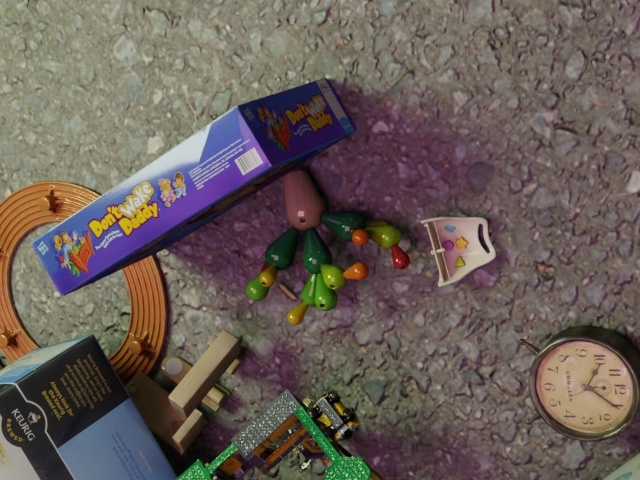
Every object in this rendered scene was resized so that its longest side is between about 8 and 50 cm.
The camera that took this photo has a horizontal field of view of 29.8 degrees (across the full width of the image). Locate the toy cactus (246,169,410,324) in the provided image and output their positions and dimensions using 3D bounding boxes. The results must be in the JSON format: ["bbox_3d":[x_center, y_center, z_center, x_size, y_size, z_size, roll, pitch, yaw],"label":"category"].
[{"bbox_3d":[0.000,0.000,1.509,0.219,0.112,0.180,-24,74,32],"label":"toy cactus"}]

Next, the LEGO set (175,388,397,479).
[{"bbox_3d":[-0.042,0.356,1.497,0.331,0.192,0.255,-48,47,-6],"label":"LEGO set"}]

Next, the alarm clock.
[{"bbox_3d":[0.330,0.165,1.398,0.192,0.064,0.129,1,104,28],"label":"alarm clock"}]

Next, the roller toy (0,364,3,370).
[{"bbox_3d":[-0.577,0.251,1.819,0.209,0.146,0.191,33,116,14],"label":"roller toy"}]

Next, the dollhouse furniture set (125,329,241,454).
[{"bbox_3d":[-0.195,0.176,1.608,0.123,0.144,0.151,34,161,15],"label":"dollhouse furniture set"}]

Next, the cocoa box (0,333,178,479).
[{"bbox_3d":[-0.350,0.334,1.628,0.231,0.228,0.347,-17,104,55],"label":"cocoa box"}]

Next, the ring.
[{"bbox_3d":[-0.369,0.081,1.736,0.337,0.032,0.336,7,106,25],"label":"ring"}]

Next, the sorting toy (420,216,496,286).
[{"bbox_3d":[0.170,0.005,1.448,0.075,0.045,0.083,-13,98,21],"label":"sorting toy"}]

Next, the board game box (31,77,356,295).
[{"bbox_3d":[-0.153,-0.066,1.474,0.347,0.233,0.078,-30,90,29],"label":"board game box"}]

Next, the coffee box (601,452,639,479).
[{"bbox_3d":[0.380,0.429,1.237,0.334,0.337,0.338,-36,86,5],"label":"coffee box"}]
